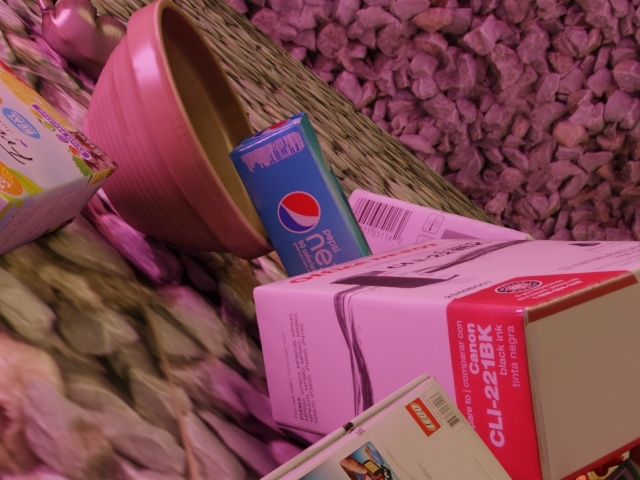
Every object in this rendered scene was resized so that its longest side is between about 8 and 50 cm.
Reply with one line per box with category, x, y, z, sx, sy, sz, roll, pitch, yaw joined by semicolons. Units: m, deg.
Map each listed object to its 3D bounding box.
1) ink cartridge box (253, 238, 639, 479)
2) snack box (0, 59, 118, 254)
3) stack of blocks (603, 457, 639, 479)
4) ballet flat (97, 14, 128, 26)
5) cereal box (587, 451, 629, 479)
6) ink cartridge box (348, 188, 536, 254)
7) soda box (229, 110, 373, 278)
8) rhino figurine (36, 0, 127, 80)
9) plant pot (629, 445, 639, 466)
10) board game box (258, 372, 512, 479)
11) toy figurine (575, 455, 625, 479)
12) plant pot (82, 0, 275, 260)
ink cartridge box;0.110;0.071;0.765;0.197;0.114;0.272;-14;9;-37
snack box;-0.251;-0.074;0.734;0.174;0.070;0.207;42;14;-2
stack of blocks;0.232;0.217;0.662;0.087;0.297;0.171;36;15;-22
ballet flat;-0.261;-0.248;1.367;0.052;0.057;0.168;70;19;2
cereal box;0.251;0.179;1.118;0.173;0.047;0.240;37;51;-21
ink cartridge box;0.246;0.068;1.420;0.385;0.091;0.308;28;-7;-40
soda box;0.000;0.000;0.924;0.071;0.067;0.210;-77;143;-75
rhino figurine;-0.223;-0.204;1.251;0.243;0.073;0.106;37;22;-31
plant pot;0.514;0.314;1.317;0.275;0.275;0.243;38;5;-15
board game box;0.084;0.208;0.423;0.305;0.053;0.193;54;27;11
toy figurine;0.311;0.283;0.895;0.362;0.191;0.217;37;42;-40
plant pot;-0.129;-0.080;0.940;0.237;0.109;0.237;62;11;-21
